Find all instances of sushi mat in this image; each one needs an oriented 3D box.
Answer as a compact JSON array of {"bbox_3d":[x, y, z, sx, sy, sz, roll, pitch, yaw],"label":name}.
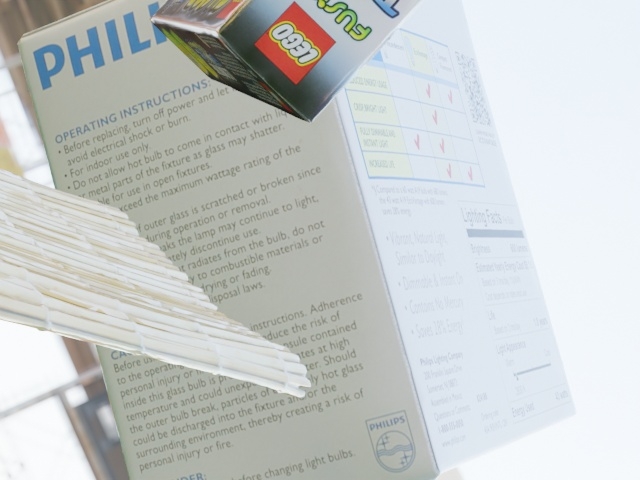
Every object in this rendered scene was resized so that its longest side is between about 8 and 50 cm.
[{"bbox_3d":[-0.118,-0.001,0.654,0.151,0.019,0.316,36,5,26],"label":"sushi mat"}]

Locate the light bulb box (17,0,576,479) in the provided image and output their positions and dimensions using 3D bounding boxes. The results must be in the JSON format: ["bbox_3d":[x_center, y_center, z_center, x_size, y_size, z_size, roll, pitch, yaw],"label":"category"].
[{"bbox_3d":[0.000,0.000,1.191,0.358,0.225,0.361,0,74,-67],"label":"light bulb box"}]

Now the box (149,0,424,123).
[{"bbox_3d":[0.004,-0.098,0.527,0.036,0.114,0.207,43,-2,-14],"label":"box"}]
